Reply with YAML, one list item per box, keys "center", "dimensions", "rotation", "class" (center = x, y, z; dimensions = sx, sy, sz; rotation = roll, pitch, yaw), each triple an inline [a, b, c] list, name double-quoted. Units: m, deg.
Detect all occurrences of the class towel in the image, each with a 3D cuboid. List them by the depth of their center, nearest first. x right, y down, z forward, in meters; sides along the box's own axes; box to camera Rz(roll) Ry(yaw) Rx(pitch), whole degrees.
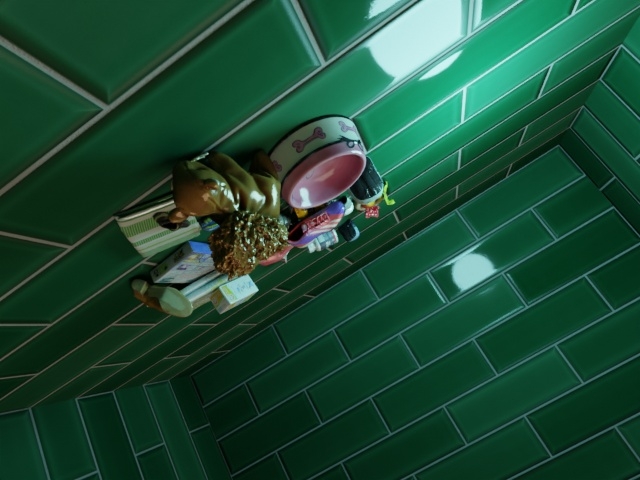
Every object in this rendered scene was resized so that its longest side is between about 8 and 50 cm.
- center: [-0.569, -0.053, 1.480]
  dimensions: [0.248, 0.038, 0.325]
  rotation: [-25, 162, -15]
  class: "towel"
- center: [-0.559, 0.245, 2.066]
  dimensions: [0.375, 0.090, 0.320]
  rotation: [-32, 174, -22]
  class: "towel"

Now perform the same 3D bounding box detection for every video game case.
- center: [-0.571, 0.103, 1.835]
  dimensions: [0.244, 0.061, 0.269]
  rotation: [-34, 162, 16]
  class: "video game case"

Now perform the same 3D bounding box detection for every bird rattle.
- center: [0.274, -0.221, 2.260]
  dimensions: [0.207, 0.143, 0.254]
  rotation: [0, 160, -36]
  class: "bird rattle"

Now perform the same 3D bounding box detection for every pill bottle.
- center: [0.000, 0.000, 2.367]
  dimensions: [0.180, 0.107, 0.108]
  rotation: [-26, 161, -12]
  class: "pill bottle"

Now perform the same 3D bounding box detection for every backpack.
- center: [0.192, -0.257, 1.856]
  dimensions: [0.166, 0.188, 0.144]
  rotation: [-30, 162, -4]
  class: "backpack"
- center: [0.180, -0.053, 2.488]
  dimensions: [0.105, 0.114, 0.084]
  rotation: [-40, 159, 24]
  class: "backpack"

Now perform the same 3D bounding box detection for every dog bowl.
- center: [-0.006, -0.277, 1.568]
  dimensions: [0.408, 0.150, 0.408]
  rotation: [-27, 162, -10]
  class: "dog bowl"

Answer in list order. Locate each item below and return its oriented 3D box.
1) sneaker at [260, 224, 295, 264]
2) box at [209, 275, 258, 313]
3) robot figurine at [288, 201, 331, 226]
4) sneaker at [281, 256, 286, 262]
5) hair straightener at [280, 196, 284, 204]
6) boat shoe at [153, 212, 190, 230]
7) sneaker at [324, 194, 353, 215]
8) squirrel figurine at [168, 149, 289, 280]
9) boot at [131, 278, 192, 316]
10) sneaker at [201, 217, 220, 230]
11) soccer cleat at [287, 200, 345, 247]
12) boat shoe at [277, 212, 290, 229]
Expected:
- center: [-0.201, 0.027, 2.084]
  dimensions: [0.314, 0.115, 0.136]
  rotation: [-29, 148, 8]
  class: "sneaker"
- center: [-0.431, 0.266, 2.047]
  dimensions: [0.114, 0.103, 0.203]
  rotation: [-41, 170, 34]
  class: "box"
- center: [-0.054, -0.155, 1.914]
  dimensions: [0.211, 0.085, 0.291]
  rotation: [-28, 161, -5]
  class: "robot figurine"
- center: [-0.230, 0.092, 2.367]
  dimensions: [0.065, 0.061, 0.158]
  rotation: [-3, 160, 3]
  class: "sneaker"
- center: [-0.242, -0.153, 1.716]
  dimensions: [0.231, 0.047, 0.089]
  rotation: [-21, 160, -39]
  class: "hair straightener"
- center: [-0.508, -0.056, 1.419]
  dimensions: [0.056, 0.049, 0.152]
  rotation: [-36, 161, 19]
  class: "boat shoe"
- center: [0.038, -0.146, 2.089]
  dimensions: [0.272, 0.100, 0.108]
  rotation: [-32, 148, -7]
  class: "sneaker"
- center: [-0.273, -0.091, 1.256]
  dimensions: [0.281, 0.396, 0.370]
  rotation: [-30, 171, 14]
  class: "squirrel figurine"
- center: [-0.688, 0.269, 1.815]
  dimensions: [0.104, 0.295, 0.211]
  rotation: [-63, 178, -25]
  class: "boot"
- center: [-0.390, -0.083, 1.650]
  dimensions: [0.188, 0.067, 0.078]
  rotation: [-23, -179, -27]
  class: "sneaker"
- center: [-0.023, -0.073, 1.881]
  dimensions: [0.318, 0.108, 0.116]
  rotation: [-36, 156, 22]
  class: "soccer cleat"
- center: [-0.255, 0.001, 1.946]
  dimensions: [0.130, 0.132, 0.355]
  rotation: [-7, 152, -49]
  class: "boat shoe"
